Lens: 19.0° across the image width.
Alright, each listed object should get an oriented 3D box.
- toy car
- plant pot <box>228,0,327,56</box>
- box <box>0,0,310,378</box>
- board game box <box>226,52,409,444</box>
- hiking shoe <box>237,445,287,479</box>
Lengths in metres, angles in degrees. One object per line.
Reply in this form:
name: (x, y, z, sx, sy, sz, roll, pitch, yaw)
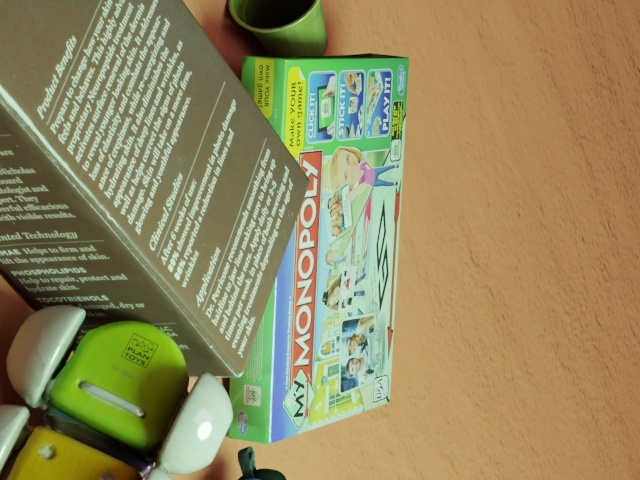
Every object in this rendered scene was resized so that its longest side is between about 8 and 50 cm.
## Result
toy car: (-0.158, 0.145, 1.328, 0.136, 0.159, 0.182, 110, 6, -68)
plant pot: (-0.027, -0.189, 1.644, 0.079, 0.083, 0.083, 62, 37, -55)
box: (-0.168, -0.081, 1.328, 0.381, 0.143, 0.191, 56, 42, -43)
board game box: (0.000, 0.000, 1.644, 0.213, 0.046, 0.317, -11, 106, -60)
hiking shoe: (-0.011, 0.320, 1.576, 0.132, 0.113, 0.304, -73, 153, -50)
